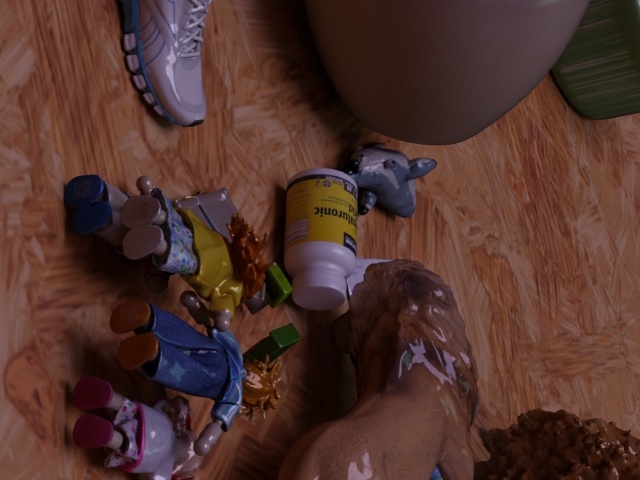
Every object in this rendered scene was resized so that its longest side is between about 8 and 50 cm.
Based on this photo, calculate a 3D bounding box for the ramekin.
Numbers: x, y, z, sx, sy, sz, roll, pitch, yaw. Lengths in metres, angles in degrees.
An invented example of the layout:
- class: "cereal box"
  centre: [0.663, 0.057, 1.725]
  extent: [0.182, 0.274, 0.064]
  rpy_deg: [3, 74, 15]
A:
- class: "ramekin"
  centre: [0.387, -0.303, 2.497]
  extent: [0.303, 0.148, 0.303]
  rpy_deg: [38, 45, -50]

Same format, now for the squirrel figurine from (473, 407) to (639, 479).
- class: "squirrel figurine"
  centre: [0.331, 0.295, 1.818]
  extent: [0.281, 0.397, 0.370]
  rpy_deg: [-130, -120, -80]

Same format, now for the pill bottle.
- class: "pill bottle"
  centre: [0.000, 0.000, 1.695]
  extent: [0.065, 0.065, 0.116]
  rpy_deg: [40, 43, -49]

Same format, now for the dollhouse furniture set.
- class: "dollhouse furniture set"
  centre: [-0.079, 0.034, 1.575]
  extent: [0.152, 0.058, 0.076]
  rpy_deg: [57, 34, 7]

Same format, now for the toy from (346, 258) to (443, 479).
- class: "toy"
  centre: [0.097, 0.127, 1.827]
  extent: [0.137, 0.056, 0.237]
  rpy_deg: [3, 74, -63]

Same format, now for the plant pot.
- class: "plant pot"
  centre: [0.106, -0.203, 1.829]
  extent: [0.284, 0.284, 0.191]
  rpy_deg: [-48, 153, -59]

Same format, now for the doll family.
- class: "doll family"
  centre: [-0.093, 0.064, 1.424]
  extent: [0.163, 0.118, 0.263]
  rpy_deg: [31, 50, -54]

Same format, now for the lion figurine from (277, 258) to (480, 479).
- class: "lion figurine"
  centre: [0.044, 0.179, 1.591]
  extent: [0.392, 0.142, 0.240]
  rpy_deg: [-52, 136, -66]

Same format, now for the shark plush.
- class: "shark plush"
  centre: [0.055, -0.053, 1.846]
  extent: [0.161, 0.073, 0.067]
  rpy_deg: [-10, 115, -68]

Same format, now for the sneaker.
- class: "sneaker"
  centre: [-0.116, -0.187, 1.551]
  extent: [0.071, 0.083, 0.191]
  rpy_deg: [-22, 98, -65]
